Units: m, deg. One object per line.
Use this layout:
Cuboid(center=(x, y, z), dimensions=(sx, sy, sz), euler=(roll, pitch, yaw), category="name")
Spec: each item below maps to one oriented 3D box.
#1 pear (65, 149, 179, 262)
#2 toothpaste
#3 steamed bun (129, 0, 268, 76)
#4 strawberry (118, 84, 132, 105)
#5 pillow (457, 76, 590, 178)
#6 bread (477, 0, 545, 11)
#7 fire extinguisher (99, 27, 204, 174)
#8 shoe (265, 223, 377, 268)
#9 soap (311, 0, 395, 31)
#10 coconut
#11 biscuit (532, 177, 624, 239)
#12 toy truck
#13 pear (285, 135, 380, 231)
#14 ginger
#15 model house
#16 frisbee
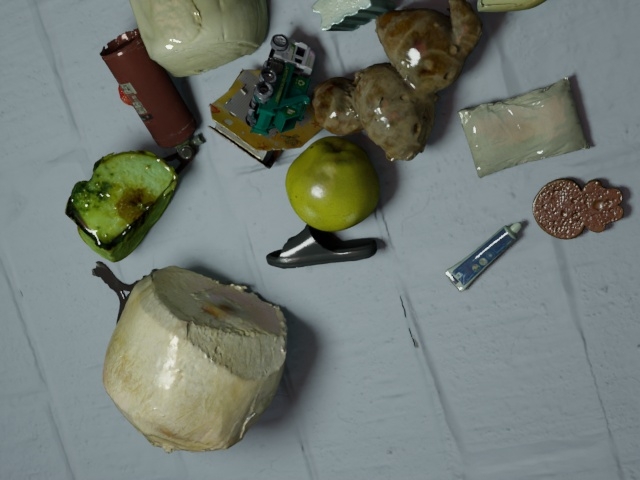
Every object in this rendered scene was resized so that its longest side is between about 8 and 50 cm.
Cuboid(center=(-0.445, -0.082, 2.043), dimensions=(0.164, 0.255, 0.238), euler=(40, 77, 1), category="pear")
Cuboid(center=(0.341, 0.027, 1.866), dimensions=(0.197, 0.034, 0.057), euler=(-45, 79, 25), category="toothpaste")
Cuboid(center=(-0.249, -0.504, 1.873), dimensions=(0.272, 0.273, 0.291), euler=(-21, 98, 7), category="steamed bun")
Cuboid(center=(-0.420, -0.337, 2.038), dimensions=(0.073, 0.083, 0.073), euler=(-4, 102, -22), category="strawberry")
Cuboid(center=(0.399, -0.221, 1.785), dimensions=(0.229, 0.050, 0.148), euler=(-14, 103, 22), category="pillow")
Cuboid(center=(0.391, -0.524, 1.675), dimensions=(0.260, 0.158, 0.156), euler=(-37, 98, 22), category="bread")
Cuboid(center=(-0.370, -0.285, 1.985), dimensions=(0.147, 0.106, 0.337), euler=(-22, 121, 11), category="fire extinguisher")
Cuboid(center=(0.000, 0.000, 1.946), dimensions=(0.240, 0.108, 0.093), euler=(-5, 103, 14), category="shoe")
Cuboid(center=(0.068, -0.460, 1.771), dimensions=(0.114, 0.198, 0.063), euler=(-24, 94, 21), category="soap")
Cuboid(center=(-0.283, 0.284, 1.964), dimensions=(0.404, 0.404, 0.405), euler=(4, 103, 19), category="coconut")
Cuboid(center=(0.509, -0.064, 1.789), dimensions=(0.175, 0.026, 0.124), euler=(-3, 102, 21), category="biscuit")
Cuboid(center=(-0.074, -0.312, 1.853), dimensions=(0.116, 0.216, 0.110), euler=(19, 147, -7), category="toy truck")
Cuboid(center=(0.026, -0.111, 1.867), dimensions=(0.198, 0.198, 0.198), euler=(4, 103, 19), category="pear")
Cuboid(center=(0.163, -0.325, 1.782), dimensions=(0.256, 0.176, 0.375), euler=(48, 113, 16), category="ginger")
Cuboid(center=(-0.123, -0.236, 1.941), dimensions=(0.219, 0.207, 0.136), euler=(34, 145, 3), category="model house")
Cuboid(center=(-0.480, 0.115, 2.196), dimensions=(0.187, 0.012, 0.211), euler=(43, 112, 8), category="frisbee")
